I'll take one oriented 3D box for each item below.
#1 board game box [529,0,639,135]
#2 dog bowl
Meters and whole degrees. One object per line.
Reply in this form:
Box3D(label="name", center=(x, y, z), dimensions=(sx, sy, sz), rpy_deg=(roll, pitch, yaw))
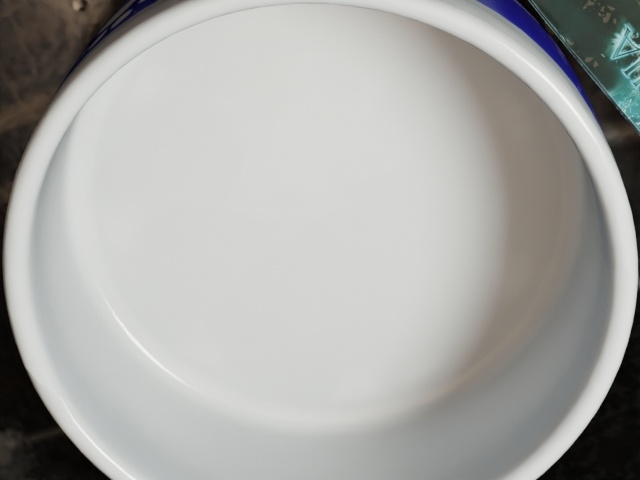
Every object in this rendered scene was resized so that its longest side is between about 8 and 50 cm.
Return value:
Box3D(label="board game box", center=(0.151, -0.126, 0.723), dimensions=(0.126, 0.026, 0.186), rpy_deg=(-37, 108, 17))
Box3D(label="dog bowl", center=(0.000, 0.000, 0.743), dimensions=(0.265, 0.104, 0.265), rpy_deg=(1, 114, 1))
